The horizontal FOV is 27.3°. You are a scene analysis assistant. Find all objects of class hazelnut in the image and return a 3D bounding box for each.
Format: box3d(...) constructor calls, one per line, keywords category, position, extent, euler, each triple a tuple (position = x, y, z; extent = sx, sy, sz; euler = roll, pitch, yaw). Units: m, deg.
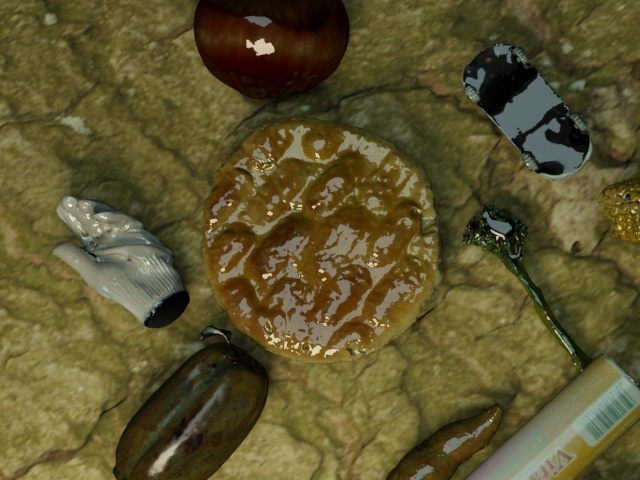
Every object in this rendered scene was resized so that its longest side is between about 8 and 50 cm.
box3d(category="hazelnut", position=(-0.062, -0.269, 1.731), extent=(0.203, 0.178, 0.178), euler=(-7, 79, -23))

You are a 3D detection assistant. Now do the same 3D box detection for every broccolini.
box3d(category="broccolini", position=(0.277, 0.064, 1.695), extent=(0.057, 0.071, 0.254), euler=(-30, 82, -39))

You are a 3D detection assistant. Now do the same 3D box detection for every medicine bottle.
box3d(category="medicine bottle", position=(0.225, 0.315, 1.617), extent=(0.426, 0.108, 0.108), euler=(-42, 78, 1))

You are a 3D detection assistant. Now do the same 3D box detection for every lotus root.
box3d(category="lotus root", position=(-0.165, 0.233, 1.686), extent=(0.241, 0.123, 0.124), euler=(-48, 51, 2))

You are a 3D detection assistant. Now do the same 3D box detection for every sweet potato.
box3d(category="sweet potato", position=(0.122, 0.295, 1.663), extent=(0.274, 0.067, 0.067), euler=(-38, 78, 7))

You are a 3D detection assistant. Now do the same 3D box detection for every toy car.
box3d(category="toy car", position=(0.269, -0.165, 1.713), extent=(0.095, 0.056, 0.205), euler=(-39, 81, 1))

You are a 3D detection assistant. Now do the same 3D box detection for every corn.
box3d(category="corn", position=(0.495, -0.043, 1.637), extent=(0.293, 0.106, 0.106), euler=(-6, 80, 9))

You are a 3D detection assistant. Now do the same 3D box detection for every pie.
box3d(category="pie", position=(0.000, 0.000, 1.720), extent=(0.339, 0.083, 0.340), euler=(-1, 81, 6))

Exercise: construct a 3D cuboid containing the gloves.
box3d(category="gloves", position=(-0.269, 0.024, 1.748), extent=(0.119, 0.097, 0.229), euler=(-42, 80, -10))
